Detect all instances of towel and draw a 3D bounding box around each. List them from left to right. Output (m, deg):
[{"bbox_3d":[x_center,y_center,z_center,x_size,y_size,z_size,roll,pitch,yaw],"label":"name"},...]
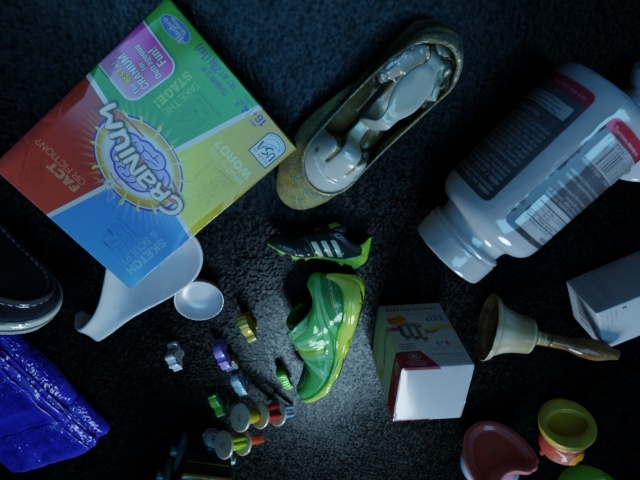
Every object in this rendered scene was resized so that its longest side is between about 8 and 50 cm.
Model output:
[{"bbox_3d":[-0.567,0.304,0.922,0.228,0.076,0.308,-22,122,4],"label":"towel"}]

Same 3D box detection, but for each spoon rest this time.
[{"bbox_3d":[-0.303,0.073,0.818,0.137,0.084,0.276,37,110,-26],"label":"spoon rest"}]

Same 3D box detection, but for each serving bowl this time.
[{"bbox_3d":[-0.210,0.098,0.879,0.083,0.027,0.083,-4,121,-7],"label":"serving bowl"}]

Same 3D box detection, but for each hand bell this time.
[{"bbox_3d":[0.425,0.186,0.932,0.242,0.126,0.126,12,120,4],"label":"hand bell"}]

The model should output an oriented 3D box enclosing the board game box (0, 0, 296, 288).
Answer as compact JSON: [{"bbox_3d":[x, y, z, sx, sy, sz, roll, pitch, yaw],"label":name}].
[{"bbox_3d":[-0.228,-0.119,0.689,0.316,0.064,0.242,-39,109,9],"label":"board game box"}]

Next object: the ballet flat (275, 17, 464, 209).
[{"bbox_3d":[0.060,-0.160,0.714,0.123,0.123,0.348,37,110,-26],"label":"ballet flat"}]

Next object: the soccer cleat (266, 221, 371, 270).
[{"bbox_3d":[0.000,0.000,0.839,0.179,0.060,0.072,10,109,-21],"label":"soccer cleat"}]

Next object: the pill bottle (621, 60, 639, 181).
[{"bbox_3d":[0.502,-0.184,0.776,0.094,0.094,0.169,-10,122,-2],"label":"pill bottle"}]

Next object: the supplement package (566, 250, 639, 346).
[{"bbox_3d":[0.583,0.106,0.957,0.179,0.105,0.105,-25,121,6],"label":"supplement package"}]

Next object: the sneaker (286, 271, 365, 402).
[{"bbox_3d":[-0.003,0.171,0.926,0.124,0.109,0.295,19,121,7],"label":"sneaker"}]

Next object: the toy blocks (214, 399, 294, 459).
[{"bbox_3d":[-0.125,0.375,1.018,0.148,0.054,0.123,15,110,-49],"label":"toy blocks"}]

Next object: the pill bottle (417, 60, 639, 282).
[{"bbox_3d":[0.302,-0.087,0.757,0.176,0.176,0.318,34,111,-25],"label":"pill bottle"}]

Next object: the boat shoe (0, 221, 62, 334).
[{"bbox_3d":[-0.546,-0.055,0.649,0.156,0.186,0.500,-36,114,20],"label":"boat shoe"}]

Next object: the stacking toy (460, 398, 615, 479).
[{"bbox_3d":[0.475,0.520,1.101,0.309,0.279,0.130,-11,133,-3],"label":"stacking toy"}]

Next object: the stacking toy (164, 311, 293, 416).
[{"bbox_3d":[-0.168,0.245,0.961,0.167,0.052,0.221,-22,122,5],"label":"stacking toy"}]

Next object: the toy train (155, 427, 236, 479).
[{"bbox_3d":[-0.274,0.544,1.044,0.142,0.190,0.334,19,116,-18],"label":"toy train"}]

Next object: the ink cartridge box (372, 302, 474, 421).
[{"bbox_3d":[0.176,0.215,0.922,0.128,0.176,0.127,-2,119,-8],"label":"ink cartridge box"}]
